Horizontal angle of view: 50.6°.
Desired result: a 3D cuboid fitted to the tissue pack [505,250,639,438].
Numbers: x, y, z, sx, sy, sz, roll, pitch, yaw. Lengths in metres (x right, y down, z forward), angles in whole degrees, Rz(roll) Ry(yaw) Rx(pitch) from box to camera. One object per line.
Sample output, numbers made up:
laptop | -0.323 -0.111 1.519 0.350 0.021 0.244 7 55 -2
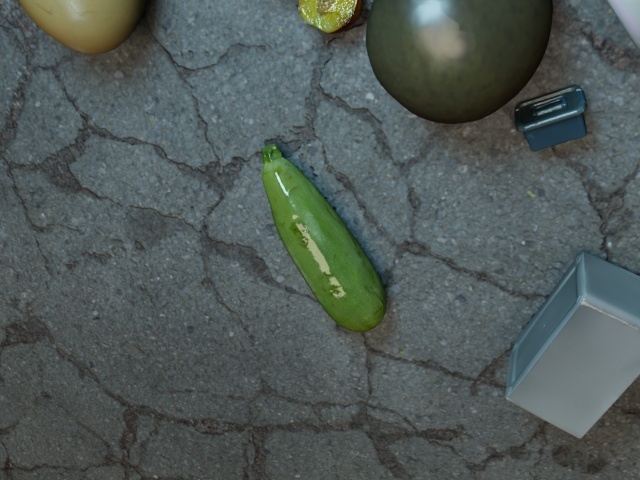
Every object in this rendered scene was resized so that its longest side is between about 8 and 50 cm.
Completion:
tissue pack | 0.420 0.166 1.093 0.136 0.159 0.246 27 124 3

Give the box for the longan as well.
longan | 0.180 -0.278 0.879 0.249 0.248 0.248 8 121 14

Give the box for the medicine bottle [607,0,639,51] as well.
medicine bottle | 0.409 -0.358 0.734 0.241 0.252 0.252 -33 105 31

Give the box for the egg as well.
egg | -0.352 -0.394 0.997 0.201 0.201 0.244 8 133 14

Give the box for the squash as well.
squash | -0.003 0.004 1.164 0.118 0.118 0.370 -24 108 28

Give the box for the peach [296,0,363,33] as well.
peach | 0.020 -0.347 0.984 0.098 0.061 0.098 4 99 24

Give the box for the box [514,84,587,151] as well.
box | 0.336 -0.173 0.978 0.099 0.074 0.054 -15 127 25
